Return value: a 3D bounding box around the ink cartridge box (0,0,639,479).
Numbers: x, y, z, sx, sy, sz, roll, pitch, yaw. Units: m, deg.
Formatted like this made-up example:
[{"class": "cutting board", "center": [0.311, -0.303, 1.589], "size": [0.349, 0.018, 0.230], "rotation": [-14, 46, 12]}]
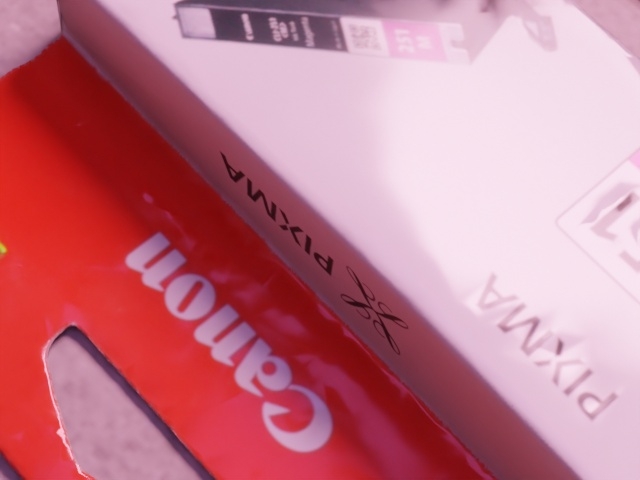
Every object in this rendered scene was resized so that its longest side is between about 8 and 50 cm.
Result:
[{"class": "ink cartridge box", "center": [0.000, 0.000, 0.483], "size": [0.239, 0.060, 0.275], "rotation": [-38, 73, -22]}]
